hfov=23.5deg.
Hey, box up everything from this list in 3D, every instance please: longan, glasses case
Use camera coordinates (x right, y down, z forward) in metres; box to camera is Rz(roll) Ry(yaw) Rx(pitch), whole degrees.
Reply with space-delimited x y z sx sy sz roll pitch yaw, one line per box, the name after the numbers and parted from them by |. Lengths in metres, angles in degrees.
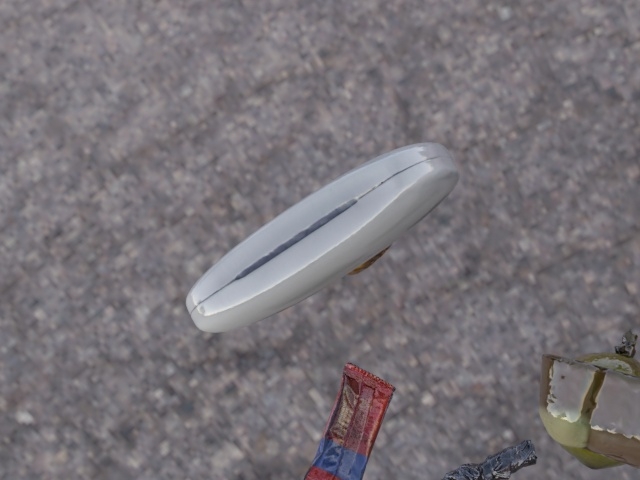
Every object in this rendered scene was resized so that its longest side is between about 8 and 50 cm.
0.353 0.193 1.884 0.154 0.145 0.176 14 80 55 | longan
0.000 0.000 0.949 0.193 0.074 0.049 -35 77 21 | glasses case

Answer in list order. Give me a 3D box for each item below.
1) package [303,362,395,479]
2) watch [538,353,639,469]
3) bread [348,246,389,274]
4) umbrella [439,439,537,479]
0.040 0.271 2.140 0.022 0.083 0.200 -49 16 59 | package
0.351 0.024 1.016 0.335 0.314 0.327 13 83 40 | watch
0.073 -0.033 2.054 0.193 0.064 0.193 -50 7 9 | bread
0.190 0.278 1.830 0.144 0.037 0.040 -24 -1 -2 | umbrella
